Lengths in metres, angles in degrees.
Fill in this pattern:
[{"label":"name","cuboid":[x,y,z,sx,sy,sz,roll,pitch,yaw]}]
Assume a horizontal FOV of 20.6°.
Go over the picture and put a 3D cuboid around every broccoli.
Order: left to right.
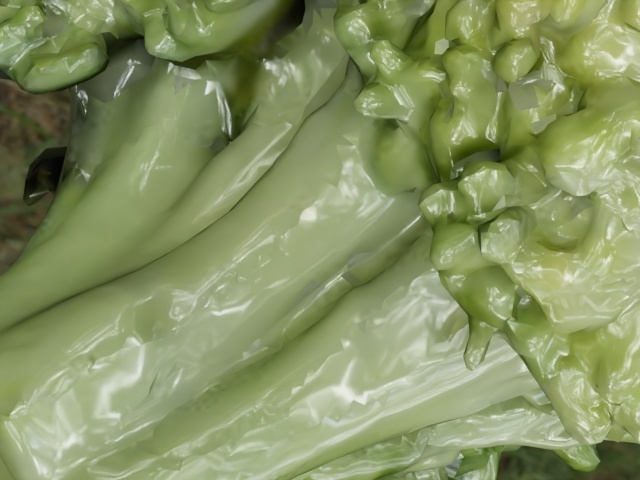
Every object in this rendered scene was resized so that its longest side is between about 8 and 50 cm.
[{"label":"broccoli","cuboid":[0.007,0.008,0.547,0.281,0.347,0.293,-30,130,-33]}]
